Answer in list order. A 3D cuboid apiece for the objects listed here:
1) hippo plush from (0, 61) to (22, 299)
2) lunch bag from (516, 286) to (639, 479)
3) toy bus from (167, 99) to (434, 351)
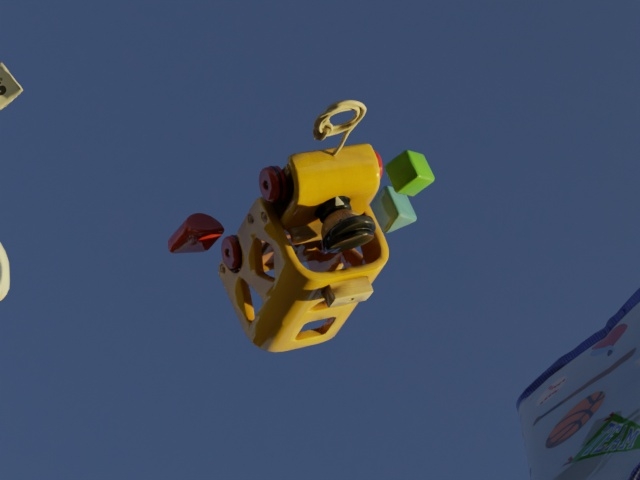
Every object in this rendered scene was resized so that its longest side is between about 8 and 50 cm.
[{"bbox_3d":[-0.296,0.034,1.273,0.294,0.236,0.234,-42,-53,9],"label":"hippo plush"},{"bbox_3d":[0.336,0.211,1.205,0.239,0.328,0.385,-43,-86,12],"label":"lunch bag"},{"bbox_3d":[0.001,0.005,1.437,0.191,0.202,0.104,-31,-114,13],"label":"toy bus"}]
